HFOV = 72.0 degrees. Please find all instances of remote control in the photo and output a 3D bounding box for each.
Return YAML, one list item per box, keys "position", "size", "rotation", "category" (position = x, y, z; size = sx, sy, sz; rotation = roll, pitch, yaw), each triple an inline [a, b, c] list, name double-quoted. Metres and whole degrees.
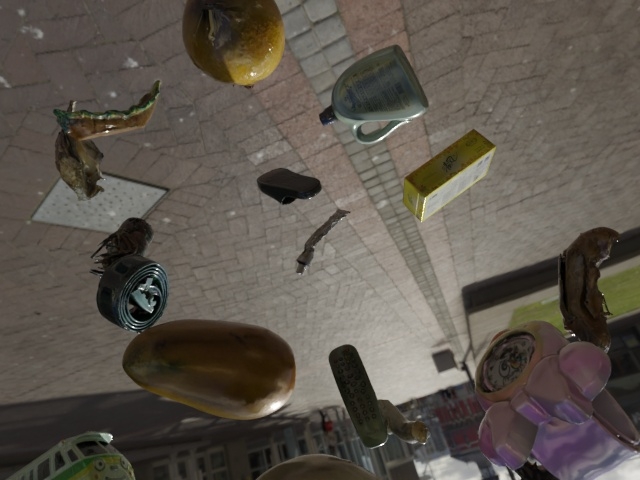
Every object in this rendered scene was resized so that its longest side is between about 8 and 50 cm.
- position: [0.081, 0.332, 0.953]
  size: [0.072, 0.222, 0.042]
  rotation: [-22, 149, -1]
  category: "remote control"

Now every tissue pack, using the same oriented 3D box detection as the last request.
- position: [0.244, -0.125, 0.850]
  size: [0.176, 0.062, 0.095]
  rotation: [-35, 154, -9]
  category: "tissue pack"

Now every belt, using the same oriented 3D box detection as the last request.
- position: [-0.560, 0.166, 1.334]
  size: [0.116, 0.206, 0.267]
  rotation: [19, 139, 18]
  category: "belt"

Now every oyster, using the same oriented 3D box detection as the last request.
- position: [-0.694, -0.257, 1.262]
  size: [0.100, 0.275, 0.271]
  rotation: [-21, -164, 1]
  category: "oyster"

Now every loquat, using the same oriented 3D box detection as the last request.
- position: [-0.125, -0.298, 0.638]
  size: [0.163, 0.137, 0.163]
  rotation: [7, 126, 10]
  category: "loquat"

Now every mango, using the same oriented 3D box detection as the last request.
- position: [-0.196, 0.229, 0.810]
  size: [0.317, 0.172, 0.211]
  rotation: [18, 168, -25]
  category: "mango"

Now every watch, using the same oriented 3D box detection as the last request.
- position: [0.359, 0.245, 0.641]
  size: [0.211, 0.217, 0.248]
  rotation: [-51, -177, 21]
  category: "watch"

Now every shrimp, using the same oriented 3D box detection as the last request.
- position: [-0.659, 0.059, 1.431]
  size: [0.137, 0.372, 0.172]
  rotation: [38, 124, -14]
  category: "shrimp"

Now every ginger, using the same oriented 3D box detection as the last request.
- position: [0.642, 0.117, 1.064]
  size: [0.107, 0.309, 0.133]
  rotation: [12, 172, -34]
  category: "ginger"

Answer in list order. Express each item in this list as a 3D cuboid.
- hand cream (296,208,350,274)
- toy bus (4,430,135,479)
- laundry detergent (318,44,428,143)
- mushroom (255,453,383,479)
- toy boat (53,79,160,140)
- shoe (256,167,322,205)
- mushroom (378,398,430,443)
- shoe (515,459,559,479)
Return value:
- position: [-0.003, -0.002, 1.385]
  size: [0.050, 0.257, 0.084]
  rotation: [40, 167, -22]
  category: "hand cream"
- position: [-0.499, 0.485, 0.828]
  size: [0.276, 0.164, 0.133]
  rotation: [-35, 150, 1]
  category: "toy bus"
- position: [0.128, -0.374, 1.199]
  size: [0.281, 0.105, 0.215]
  rotation: [-24, 112, 29]
  category: "laundry detergent"
- position: [-0.011, 0.490, 0.587]
  size: [0.315, 0.356, 0.315]
  rotation: [25, 173, 3]
  category: "mushroom"
- position: [-0.483, -0.309, 1.064]
  size: [0.109, 0.099, 0.293]
  rotation: [-3, -154, 38]
  category: "toy boat"
- position: [-0.093, -0.143, 1.299]
  size: [0.108, 0.241, 0.093]
  rotation: [-37, 129, -32]
  category: "shoe"
- position: [0.251, 0.587, 1.423]
  size: [0.099, 0.096, 0.278]
  rotation: [10, 178, -24]
  category: "mushroom"
- position: [0.325, 0.443, 0.697]
  size: [0.227, 0.112, 0.099]
  rotation: [-71, 164, 8]
  category: "shoe"
